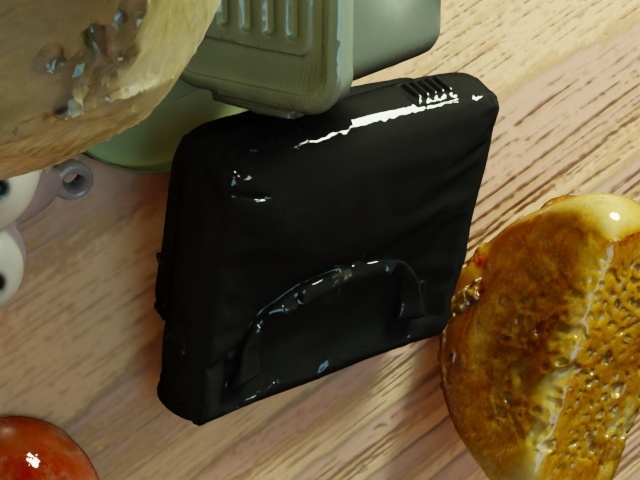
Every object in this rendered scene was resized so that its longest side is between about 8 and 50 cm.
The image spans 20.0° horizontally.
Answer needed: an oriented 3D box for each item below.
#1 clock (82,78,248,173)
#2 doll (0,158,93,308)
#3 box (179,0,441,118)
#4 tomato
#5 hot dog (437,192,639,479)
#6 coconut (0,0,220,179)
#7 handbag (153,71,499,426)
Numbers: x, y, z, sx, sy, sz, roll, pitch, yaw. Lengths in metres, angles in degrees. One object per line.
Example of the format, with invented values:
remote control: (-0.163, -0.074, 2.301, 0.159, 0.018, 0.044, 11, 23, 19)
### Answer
clock: (-0.104, -0.159, 1.234, 0.235, 0.029, 0.235, -16, 116, -36)
doll: (-0.295, 0.005, 1.089, 0.365, 0.094, 0.160, -20, 121, -33)
box: (-0.007, -0.213, 1.186, 0.135, 0.163, 0.243, -21, 117, -46)
tomato: (-0.207, 0.201, 1.252, 0.155, 0.069, 0.156, -15, 114, -36)
hot dog: (0.186, 0.080, 1.489, 0.150, 0.153, 0.257, 17, 92, -39)
coconut: (-0.209, -0.192, 0.909, 0.346, 0.360, 0.346, -16, 114, -38)
handbag: (0.000, 0.000, 1.333, 0.275, 0.088, 0.244, -20, 131, -37)
